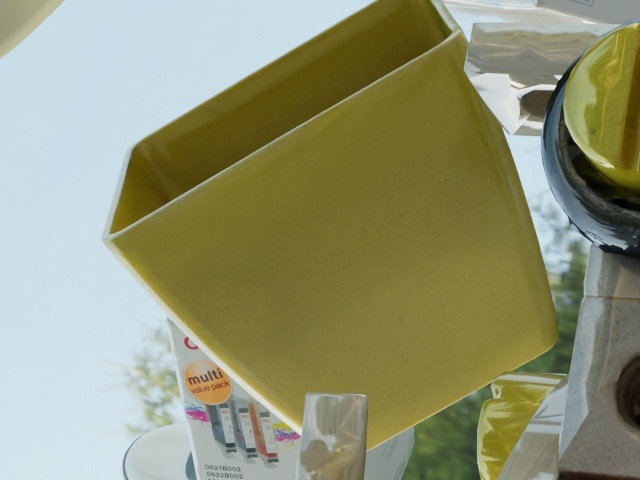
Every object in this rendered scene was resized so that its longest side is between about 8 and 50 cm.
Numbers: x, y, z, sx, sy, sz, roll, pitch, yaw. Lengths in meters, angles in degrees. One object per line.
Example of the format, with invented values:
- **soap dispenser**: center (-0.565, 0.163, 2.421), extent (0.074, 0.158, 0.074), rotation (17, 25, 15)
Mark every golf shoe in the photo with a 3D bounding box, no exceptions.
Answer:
- **golf shoe**: center (-0.064, 0.191, 1.532), extent (0.120, 0.272, 0.105), rotation (57, -135, -50)

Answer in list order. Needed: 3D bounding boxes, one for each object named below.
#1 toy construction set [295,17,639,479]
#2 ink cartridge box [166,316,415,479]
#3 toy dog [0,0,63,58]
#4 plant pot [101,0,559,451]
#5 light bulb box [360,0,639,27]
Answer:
- **toy construction set**: center (0.081, 0.055, 0.478), extent (0.257, 0.308, 0.237), rotation (15, -106, -38)
- **ink cartridge box**: center (-0.017, 0.098, 1.222), extent (0.127, 0.128, 0.176), rotation (-58, -37, -58)
- **toy dog**: center (-0.220, -0.312, 0.696), extent (0.395, 0.284, 0.408), rotation (-42, -95, 15)
- **plant pot**: center (0.022, -0.004, 0.999), extent (0.212, 0.212, 0.187), rotation (-30, -75, 6)
- **light bulb box**: center (0.207, -0.259, 1.345), extent (0.361, 0.358, 0.225), rotation (9, -84, -35)
